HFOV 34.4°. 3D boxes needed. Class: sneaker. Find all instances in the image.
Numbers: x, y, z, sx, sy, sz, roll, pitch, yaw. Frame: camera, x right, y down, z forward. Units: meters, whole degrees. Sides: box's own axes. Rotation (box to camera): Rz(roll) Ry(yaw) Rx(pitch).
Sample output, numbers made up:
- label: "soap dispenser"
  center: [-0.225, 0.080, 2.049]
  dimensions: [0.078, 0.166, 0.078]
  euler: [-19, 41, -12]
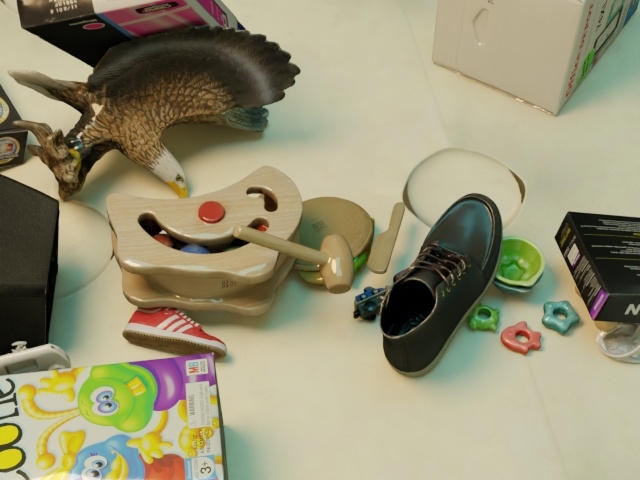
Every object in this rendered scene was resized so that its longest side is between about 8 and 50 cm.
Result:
- label: "sneaker"
  center: [-0.151, 0.089, 1.132]
  dimensions: [0.118, 0.042, 0.067]
  euler: [11, 55, 12]
- label: "sneaker"
  center: [0.133, 0.031, 1.091]
  dimensions: [0.083, 0.118, 0.222]
  euler: [21, 72, 18]

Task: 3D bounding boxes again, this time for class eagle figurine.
- label: "eagle figurine"
  center: [-0.198, -0.155, 1.244]
  dimensions: [0.298, 0.225, 0.226]
  euler: [-38, 49, -14]

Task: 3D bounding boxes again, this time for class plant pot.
- label: "plant pot"
  center: [-0.369, 0.035, 1.101]
  dimensions: [0.167, 0.188, 0.187]
  euler: [6, 50, -12]

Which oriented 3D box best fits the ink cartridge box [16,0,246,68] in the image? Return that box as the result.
- label: "ink cartridge box"
  center: [-0.207, -0.257, 1.243]
  dimensions: [0.176, 0.371, 0.069]
  euler: [-10, 89, 8]

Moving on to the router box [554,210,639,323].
- label: "router box"
  center: [0.364, 0.032, 1.138]
  dimensions: [0.179, 0.046, 0.133]
  euler: [4, 41, -15]

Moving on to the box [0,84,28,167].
- label: "box"
  center: [-0.522, -0.186, 1.301]
  dimensions: [0.216, 0.060, 0.270]
  euler: [-12, 50, -34]

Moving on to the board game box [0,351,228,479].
- label: "board game box"
  center: [-0.227, 0.213, 0.968]
  dimensions: [0.275, 0.144, 0.142]
  euler: [-6, 51, -5]

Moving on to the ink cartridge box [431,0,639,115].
- label: "ink cartridge box"
  center: [0.303, -0.348, 1.381]
  dimensions: [0.197, 0.198, 0.270]
  euler: [28, 58, 20]

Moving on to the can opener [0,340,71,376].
- label: "can opener"
  center: [-0.388, 0.166, 1.051]
  dimensions: [0.280, 0.074, 0.093]
  euler: [-11, 53, -8]

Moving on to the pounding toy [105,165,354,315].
- label: "pounding toy"
  center: [-0.096, -0.024, 1.103]
  dimensions: [0.269, 0.155, 0.154]
  euler: [4, 53, -2]

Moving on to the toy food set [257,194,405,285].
- label: "toy food set"
  center: [0.000, 0.000, 1.212]
  dimensions: [0.192, 0.038, 0.132]
  euler: [6, 45, 19]

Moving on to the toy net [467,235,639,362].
- label: "toy net"
  center: [0.279, 0.082, 1.134]
  dimensions: [0.232, 0.045, 0.122]
  euler: [22, 54, 16]

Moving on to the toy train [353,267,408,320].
- label: "toy train"
  center: [0.102, 0.048, 1.173]
  dimensions: [0.158, 0.027, 0.036]
  euler: [-24, 52, -19]
